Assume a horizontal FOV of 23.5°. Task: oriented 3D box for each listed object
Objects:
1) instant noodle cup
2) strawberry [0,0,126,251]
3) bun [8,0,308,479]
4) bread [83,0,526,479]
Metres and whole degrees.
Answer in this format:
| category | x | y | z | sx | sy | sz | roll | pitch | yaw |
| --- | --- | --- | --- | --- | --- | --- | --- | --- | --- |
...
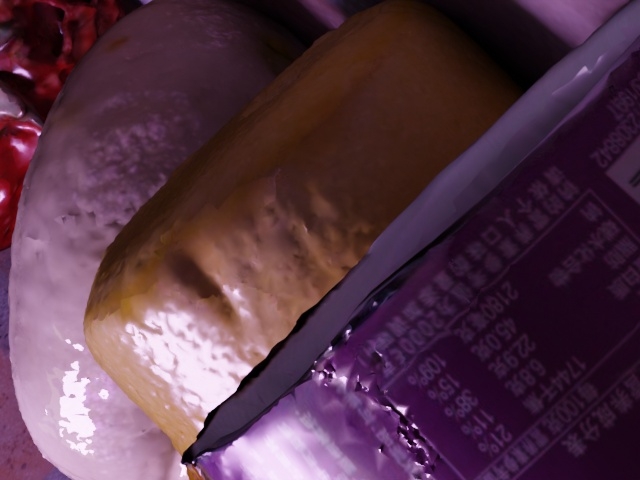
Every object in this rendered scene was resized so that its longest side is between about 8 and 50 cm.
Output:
| category | x | y | z | sx | sy | sz | roll | pitch | yaw |
| --- | --- | --- | --- | --- | --- | --- | --- | --- | --- |
| instant noodle cup | 0.126 | 0.084 | 0.542 | 0.266 | 0.340 | 0.340 | 44 | 174 | 0 |
| strawberry | -0.302 | -0.147 | 1.371 | 0.295 | 0.318 | 0.345 | 4 | -175 | 11 |
| bun | -0.060 | 0.018 | 1.047 | 0.219 | 0.365 | 0.365 | 4 | 166 | 13 |
| bread | 0.000 | 0.000 | 0.785 | 0.148 | 0.270 | 0.270 | 45 | 173 | -10 |
